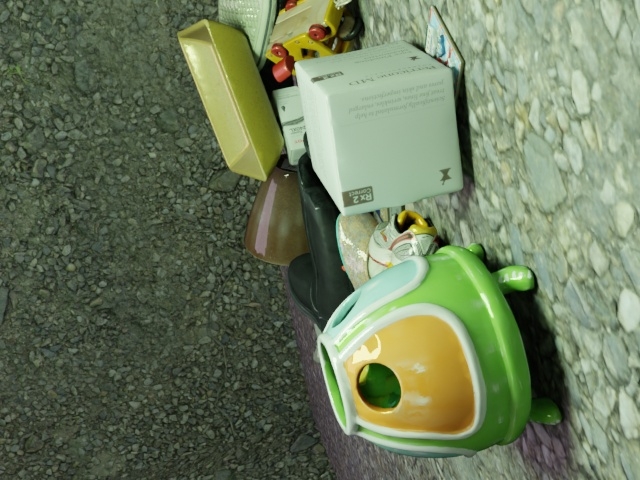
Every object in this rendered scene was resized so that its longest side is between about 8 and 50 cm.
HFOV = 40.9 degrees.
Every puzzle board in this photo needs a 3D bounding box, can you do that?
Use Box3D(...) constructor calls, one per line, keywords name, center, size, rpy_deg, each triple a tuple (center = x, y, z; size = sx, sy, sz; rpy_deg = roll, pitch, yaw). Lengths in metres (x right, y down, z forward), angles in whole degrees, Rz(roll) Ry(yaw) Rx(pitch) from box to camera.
Box3D(name="puzzle board", center=(0.142, -0.199, 1.018), size=(0.128, 0.011, 0.096), rpy_deg=(89, 164, -57))

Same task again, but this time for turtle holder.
Box3D(name="turtle holder", center=(0.113, 0.123, 1.017), size=(0.320, 0.227, 0.243), rpy_deg=(-120, 17, -61))

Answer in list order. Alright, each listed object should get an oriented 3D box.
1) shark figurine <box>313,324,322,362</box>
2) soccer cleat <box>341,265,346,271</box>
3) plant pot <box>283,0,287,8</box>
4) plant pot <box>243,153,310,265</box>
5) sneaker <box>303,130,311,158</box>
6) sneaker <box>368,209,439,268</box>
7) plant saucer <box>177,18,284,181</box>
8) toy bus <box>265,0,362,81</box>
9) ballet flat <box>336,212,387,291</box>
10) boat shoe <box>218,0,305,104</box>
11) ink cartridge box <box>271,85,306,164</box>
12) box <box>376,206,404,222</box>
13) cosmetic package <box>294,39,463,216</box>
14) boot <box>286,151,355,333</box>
Box3D(name="shark figurine", center=(0.014, 0.227, 2.029), size=(0.116, 0.166, 0.278), rpy_deg=(-59, 38, 28))
Box3D(name="soccer cleat", center=(0.117, 0.081, 1.544), size=(0.196, 0.076, 0.068), rpy_deg=(46, 117, 42))
Box3D(name="plant pot", center=(-0.117, -0.559, 1.931), size=(0.083, 0.081, 0.081), rpy_deg=(-176, 71, -69))
Box3D(name="plant pot", center=(-0.076, -0.090, 2.136), size=(0.215, 0.215, 0.230), rpy_deg=(-116, 28, -54))
Box3D(name="sneaker", center=(0.030, -0.182, 1.550), size=(0.234, 0.084, 0.097), rpy_deg=(-80, -34, -61))
Box3D(name="sneaker", center=(0.131, -0.001, 1.261), size=(0.225, 0.088, 0.092), rpy_deg=(-135, 52, -74))
Box3D(name="plant saucer", center=(-0.180, -0.302, 1.805), size=(0.333, 0.081, 0.333), rpy_deg=(70, 166, -15))
Box3D(name="toy bus", center=(0.007, -0.333, 1.363), size=(0.104, 0.191, 0.202), rpy_deg=(28, -157, -33))
Box3D(name="ballet flat", center=(0.121, 0.086, 1.403), size=(0.106, 0.107, 0.316), rpy_deg=(-2, 113, 48))
Box3D(name="boat shoe", center=(-0.118, -0.430, 1.845), size=(0.500, 0.156, 0.187), rpy_deg=(103, 143, -69))
Box3D(name="ink cartridge box", center=(-0.030, -0.242, 1.766), size=(0.063, 0.109, 0.150), rpy_deg=(101, 153, -64))
Box3D(name="box", center=(0.086, -0.136, 1.430), size=(0.225, 0.036, 0.136), rpy_deg=(-112, 11, -48))
Box3D(name="cosmetic package", center=(0.067, -0.142, 1.046), size=(0.183, 0.151, 0.151), rpy_deg=(-121, 19, -63))
Box3D(name="boot", center=(0.001, 0.001, 1.825), size=(0.367, 0.146, 0.445), rpy_deg=(51, 160, 47))
